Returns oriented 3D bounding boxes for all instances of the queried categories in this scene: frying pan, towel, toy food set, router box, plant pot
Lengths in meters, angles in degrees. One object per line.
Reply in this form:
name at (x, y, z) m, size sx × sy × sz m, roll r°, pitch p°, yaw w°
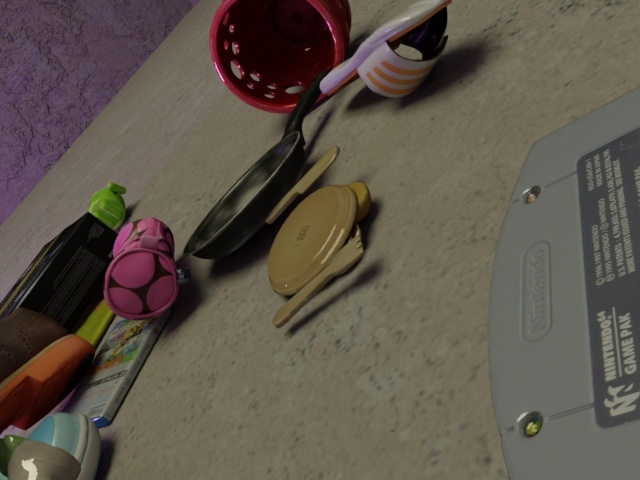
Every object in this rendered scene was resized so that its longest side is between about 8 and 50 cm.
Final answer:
frying pan at (-0.073, -0.083, 0.939) m, size 0.197 × 0.053 × 0.326 m, roll -38°, pitch 16°, yaw 30°
towel at (-0.329, 0.118, 1.075) m, size 0.102 × 0.021 × 0.237 m, roll -27°, pitch 30°, yaw 38°
toy food set at (0.000, 0.000, 0.722) m, size 0.132 × 0.038 × 0.192 m, roll -44°, pitch 28°, yaw 22°
router box at (-0.451, 0.120, 1.167) m, size 0.243 × 0.081 × 0.309 m, roll -19°, pitch 36°, yaw 54°
plant pot at (-0.048, -0.306, 1.089) m, size 0.191 × 0.191 × 0.174 m, roll -32°, pitch 25°, yaw 29°

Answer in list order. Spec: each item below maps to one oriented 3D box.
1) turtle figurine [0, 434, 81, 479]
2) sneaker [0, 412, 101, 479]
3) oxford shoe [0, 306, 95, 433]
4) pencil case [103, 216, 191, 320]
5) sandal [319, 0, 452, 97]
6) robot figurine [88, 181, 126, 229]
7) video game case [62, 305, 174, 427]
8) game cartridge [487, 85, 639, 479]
turtle figurine at (-0.275, 0.282, 0.514) m, size 0.274 × 0.198 × 0.266 m, roll -26°, pitch 27°, yaw 29°
sneaker at (-0.349, 0.254, 0.660) m, size 0.127 × 0.208 × 0.319 m, roll -20°, pitch 34°, yaw 48°
oxford shoe at (-0.411, 0.178, 0.815) m, size 0.130 × 0.132 × 0.363 m, roll -58°, pitch -9°, yaw 23°
pencil case at (-0.215, 0.026, 0.925) m, size 0.209 × 0.095 × 0.098 m, roll -144°, pitch 56°, yaw -72°
sandal at (0.085, -0.201, 0.857) m, size 0.102 × 0.076 × 0.265 m, roll -37°, pitch 6°, yaw -21°
robot figurine at (-0.401, -0.059, 1.415) m, size 0.101 × 0.067 × 0.115 m, roll -56°, pitch 23°, yaw 7°
video game case at (-0.246, 0.152, 0.894) m, size 0.119 × 0.015 × 0.166 m, roll -24°, pitch 32°, yaw 41°
game cartridge at (0.178, 0.016, 0.379) m, size 0.196 × 0.060 × 0.294 m, roll -24°, pitch 31°, yaw 33°
